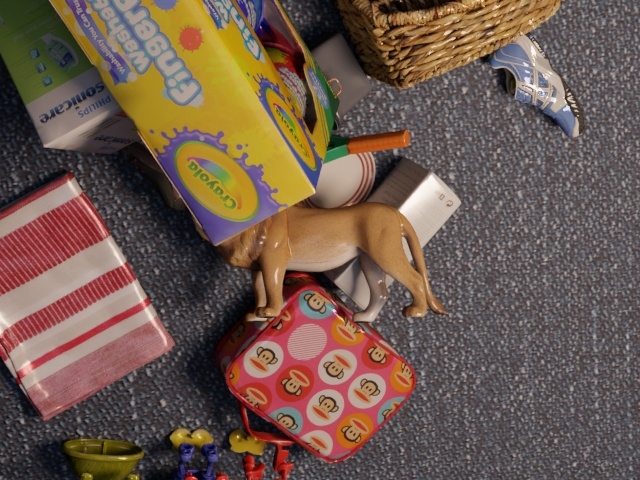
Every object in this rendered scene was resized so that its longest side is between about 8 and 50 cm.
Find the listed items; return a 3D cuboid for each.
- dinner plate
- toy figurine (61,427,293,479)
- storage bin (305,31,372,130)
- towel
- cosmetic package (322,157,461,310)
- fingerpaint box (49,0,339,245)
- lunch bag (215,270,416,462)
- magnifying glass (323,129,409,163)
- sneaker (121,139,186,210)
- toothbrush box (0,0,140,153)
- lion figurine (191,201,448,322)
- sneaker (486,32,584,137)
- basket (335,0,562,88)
[{"bbox_3d":[0.023,-0.096,1.844,0.141,0.017,0.141,-15,124,-24],"label":"dinner plate"},{"bbox_3d":[-0.232,0.438,1.851,0.363,0.191,0.217,4,110,-19],"label":"toy figurine"},{"bbox_3d":[0.014,-0.249,1.771,0.091,0.098,0.135,-40,115,-15],"label":"storage bin"},{"bbox_3d":[-0.396,0.090,1.763,0.237,0.037,0.329,-30,113,-9],"label":"towel"},{"bbox_3d":[0.103,-0.012,1.857,0.085,0.117,0.231,42,89,-24],"label":"cosmetic package"},{"bbox_3d":[-0.160,-0.274,1.510,0.163,0.371,0.444,-27,108,17],"label":"fingerpaint box"},{"bbox_3d":[-0.019,0.222,1.885,0.258,0.120,0.293,-47,115,0],"label":"lunch bag"},{"bbox_3d":[0.021,-0.140,1.756,0.231,0.092,0.026,-5,126,22],"label":"magnifying glass"},{"bbox_3d":[-0.300,-0.159,1.696,0.163,0.106,0.281,-19,106,-2],"label":"sneaker"},{"bbox_3d":[-0.325,-0.265,1.517,0.122,0.206,0.283,-26,85,13],"label":"toothbrush box"},{"bbox_3d":[0.000,0.000,1.744,0.392,0.142,0.240,2,80,-11],"label":"lion figurine"},{"bbox_3d":[0.351,-0.246,1.896,0.081,0.080,0.211,-39,105,3],"label":"sneaker"},{"bbox_3d":[0.178,-0.386,1.712,0.299,0.213,0.223,-27,114,-9],"label":"basket"}]
